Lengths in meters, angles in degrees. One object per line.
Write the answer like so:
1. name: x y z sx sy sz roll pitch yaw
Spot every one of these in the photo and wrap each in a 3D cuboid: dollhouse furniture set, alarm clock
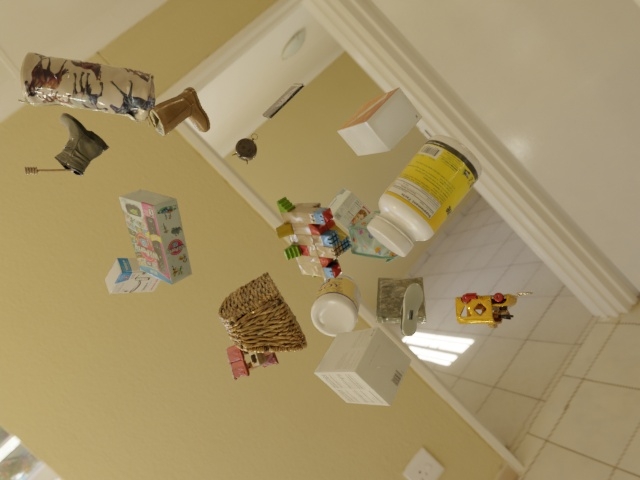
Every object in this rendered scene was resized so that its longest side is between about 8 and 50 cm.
1. dollhouse furniture set: -0.240 0.505 1.971 0.201 0.152 0.374 -8 -15 -47
2. alarm clock: -0.433 -0.560 2.580 0.192 0.129 0.064 -61 3 -15

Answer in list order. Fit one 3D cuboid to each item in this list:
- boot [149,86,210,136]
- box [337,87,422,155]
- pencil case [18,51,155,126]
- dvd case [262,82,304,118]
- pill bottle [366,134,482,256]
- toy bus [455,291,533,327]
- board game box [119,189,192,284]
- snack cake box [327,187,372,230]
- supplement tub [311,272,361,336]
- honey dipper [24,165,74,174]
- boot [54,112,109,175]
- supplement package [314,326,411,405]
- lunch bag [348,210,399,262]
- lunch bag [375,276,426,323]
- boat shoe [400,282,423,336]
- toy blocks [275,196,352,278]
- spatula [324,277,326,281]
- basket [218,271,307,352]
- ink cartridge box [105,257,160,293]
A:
1. boot: -0.651 -0.557 2.009 0.089 0.236 0.269 2 40 30
2. box: 0.255 -0.523 1.952 0.215 0.168 0.345 -47 19 -8
3. pencil case: -0.784 -0.514 1.479 0.410 0.184 0.160 2 -5 -25
4. dvd case: -0.178 -0.658 2.035 0.221 0.018 0.164 -43 26 1
5. pill bottle: 0.292 -0.123 1.253 0.334 0.188 0.188 -50 5 -3
6. toy bus: 0.517 0.214 1.320 0.202 0.190 0.105 102 167 -80
7. board game box: -0.598 -0.016 1.579 0.224 0.304 0.097 15 32 36
8. snack cake box: 0.168 -0.123 2.177 0.152 0.264 0.089 -51 34 0
9. supplement tub: 0.092 0.331 2.304 0.241 0.241 0.331 -43 7 20
10. honey dipper: -0.968 -0.251 1.556 0.160 0.031 0.030 -6 -19 -33
11. boot: -0.895 -0.346 1.550 0.161 0.246 0.083 -51 -17 -15
12. supplement package: 0.157 0.478 1.637 0.262 0.198 0.199 -26 23 53
13. lunch bag: 0.286 -0.019 1.812 0.262 0.160 0.223 11 30 35
14. lunch bag: 0.392 0.313 2.102 0.235 0.169 0.287 -2 27 12
15. boat shoe: 0.366 0.285 1.791 0.070 0.077 0.219 134 150 -77
16. toy blocks: 0.000 0.000 1.721 0.260 0.382 0.190 4 30 45
17. spatula: 0.003 0.088 2.259 0.019 0.242 0.168 -7 21 -23
18. basket: -0.198 0.274 1.438 0.213 0.223 0.299 -31 15 -6
19. ink cartridge box: -0.807 0.154 1.893 0.203 0.086 0.148 4 -46 -49
